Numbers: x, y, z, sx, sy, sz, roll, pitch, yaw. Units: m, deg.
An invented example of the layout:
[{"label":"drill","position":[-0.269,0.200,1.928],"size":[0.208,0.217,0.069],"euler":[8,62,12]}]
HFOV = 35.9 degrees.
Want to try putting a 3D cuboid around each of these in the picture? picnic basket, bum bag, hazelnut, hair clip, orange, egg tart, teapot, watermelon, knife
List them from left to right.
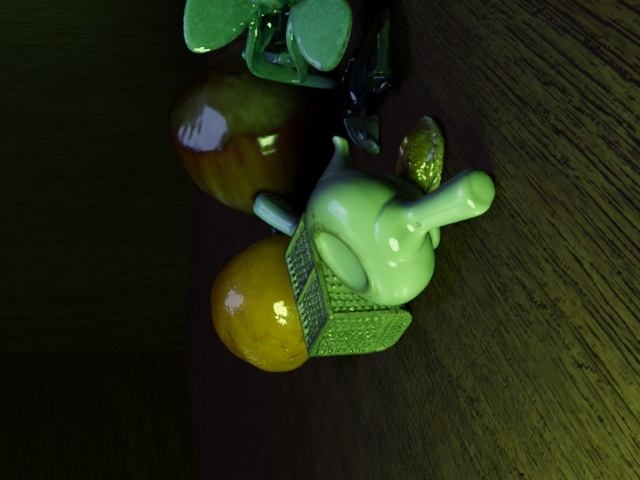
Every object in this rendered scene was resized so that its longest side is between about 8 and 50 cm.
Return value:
[{"label":"hazelnut","position":[-0.127,-0.214,1.974],"size":[0.366,0.365,0.366],"euler":[-179,90,-76]},{"label":"orange","position":[-0.078,0.109,1.844],"size":[0.261,0.261,0.261],"euler":[-179,90,-76]},{"label":"hair clip","position":[-0.051,-0.429,1.661],"size":[0.238,0.392,0.318],"euler":[19,-100,-80]},{"label":"knife","position":[0.001,0.000,1.758],"size":[0.331,0.080,0.044],"euler":[33,105,37]},{"label":"picnic basket","position":[0.046,0.065,1.549],"size":[0.134,0.154,0.196],"euler":[114,148,-52]},{"label":"bum bag","position":[0.077,-0.282,1.637],"size":[0.248,0.060,0.123],"euler":[136,142,-68]},{"label":"watermelon","position":[0.083,-0.185,1.676],"size":[0.061,0.085,0.085],"euler":[-51,29,18]},{"label":"teapot","position":[0.111,-0.008,1.341],"size":[0.318,0.149,0.220],"euler":[22,147,50]},{"label":"egg tart","position":[0.137,-0.118,1.422],"size":[0.129,0.049,0.129],"euler":[-177,90,-76]}]

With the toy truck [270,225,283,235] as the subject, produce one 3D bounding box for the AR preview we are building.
[{"label":"toy truck","position":[-0.067,0.026,2.159],"size":[0.115,0.080,0.178],"euler":[99,165,-48]}]
